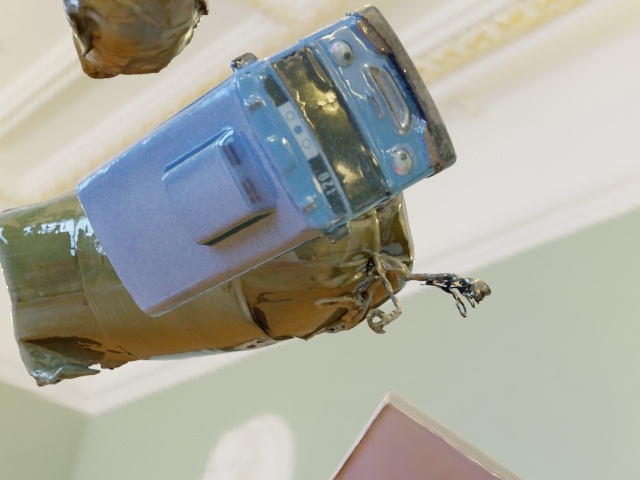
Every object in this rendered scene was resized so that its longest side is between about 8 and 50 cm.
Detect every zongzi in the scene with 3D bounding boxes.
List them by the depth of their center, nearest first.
[{"bbox_3d":[0.000,0.000,1.512,0.447,0.181,0.418,-8,-1,32],"label":"zongzi"}]

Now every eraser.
[{"bbox_3d":[0.146,0.370,1.886,0.359,0.272,0.122,33,1,4],"label":"eraser"}]

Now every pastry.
[{"bbox_3d":[-0.134,-0.225,1.222,0.100,0.218,0.229,-5,-63,-8],"label":"pastry"}]

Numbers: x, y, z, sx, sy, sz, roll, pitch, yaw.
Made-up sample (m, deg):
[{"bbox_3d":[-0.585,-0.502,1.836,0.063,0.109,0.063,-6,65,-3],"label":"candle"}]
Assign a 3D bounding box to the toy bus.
[{"bbox_3d":[-0.040,-0.041,1.073,0.234,0.133,0.116,-26,-87,55],"label":"toy bus"}]
